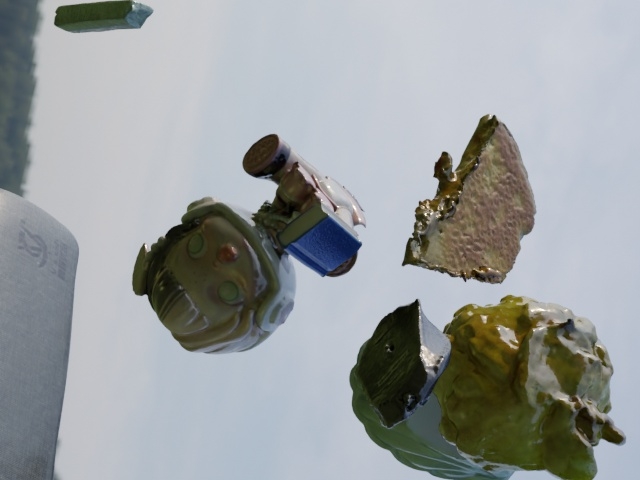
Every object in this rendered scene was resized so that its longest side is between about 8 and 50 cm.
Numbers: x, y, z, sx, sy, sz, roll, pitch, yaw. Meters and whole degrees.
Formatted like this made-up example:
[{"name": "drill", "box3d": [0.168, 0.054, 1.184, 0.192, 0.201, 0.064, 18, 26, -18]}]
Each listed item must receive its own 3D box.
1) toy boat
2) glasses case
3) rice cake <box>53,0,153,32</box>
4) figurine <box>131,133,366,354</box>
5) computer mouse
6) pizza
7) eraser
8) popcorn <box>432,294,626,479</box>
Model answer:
[{"name": "toy boat", "box3d": [0.175, 0.246, 1.935, 0.199, 0.290, 0.100, -49, -179, -5]}, {"name": "glasses case", "box3d": [-0.299, 0.101, 1.230, 0.074, 0.131, 0.323, -28, -136, 29]}, {"name": "rice cake", "box3d": [-0.237, -0.242, 1.436, 0.171, 0.033, 0.029, 7, -100, 51]}, {"name": "figurine", "box3d": [-0.104, 0.035, 2.098, 0.361, 0.211, 0.253, -38, -121, 8]}, {"name": "computer mouse", "box3d": [0.083, 0.121, 1.240, 0.099, 0.057, 0.172, -48, -163, 15]}, {"name": "pizza", "box3d": [0.197, -0.029, 1.767, 0.071, 0.189, 0.297, -9, -149, 39]}, {"name": "eraser", "box3d": [0.000, 0.000, 1.439, 0.063, 0.084, 0.027, -38, -127, 10]}, {"name": "popcorn", "box3d": [0.255, 0.175, 1.619, 0.266, 0.233, 0.192, 43, -48, 27]}]
